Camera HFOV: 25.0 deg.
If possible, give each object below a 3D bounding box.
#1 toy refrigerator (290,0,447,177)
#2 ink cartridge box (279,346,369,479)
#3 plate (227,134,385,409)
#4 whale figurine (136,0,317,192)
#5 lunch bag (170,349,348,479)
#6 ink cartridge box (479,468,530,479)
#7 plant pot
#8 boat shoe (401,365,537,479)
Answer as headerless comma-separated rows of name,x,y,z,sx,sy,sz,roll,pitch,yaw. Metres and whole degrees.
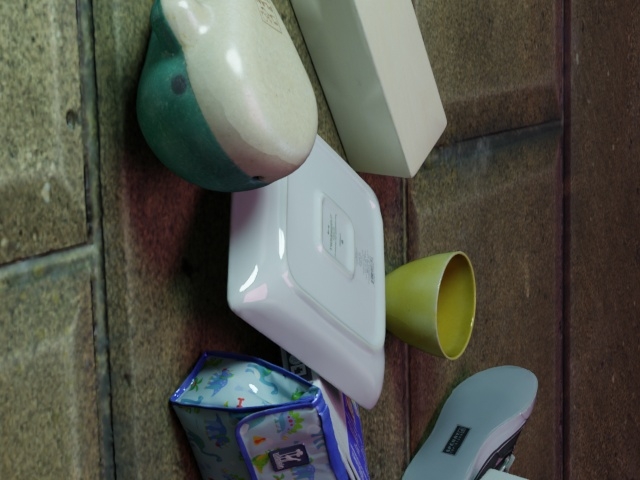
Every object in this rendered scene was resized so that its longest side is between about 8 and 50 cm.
toy refrigerator,0.053,-0.206,1.629,0.102,0.094,0.269,-57,140,-34
ink cartridge box,0.007,0.190,1.537,0.208,0.045,0.206,-102,172,-47
plate,0.000,0.000,1.481,0.278,0.045,0.277,42,39,-47
whale figurine,-0.105,-0.171,1.311,0.216,0.141,0.272,19,51,-63
lunch bag,-0.052,0.186,1.394,0.096,0.151,0.128,-57,142,-43
ink cartridge box,0.192,0.518,1.807,0.385,0.160,0.279,-40,129,-36
plant pot,0.126,0.078,1.796,0.134,0.095,0.134,-13,105,-63
boat shoe,0.210,0.293,1.974,0.306,0.113,0.104,-52,143,-45
